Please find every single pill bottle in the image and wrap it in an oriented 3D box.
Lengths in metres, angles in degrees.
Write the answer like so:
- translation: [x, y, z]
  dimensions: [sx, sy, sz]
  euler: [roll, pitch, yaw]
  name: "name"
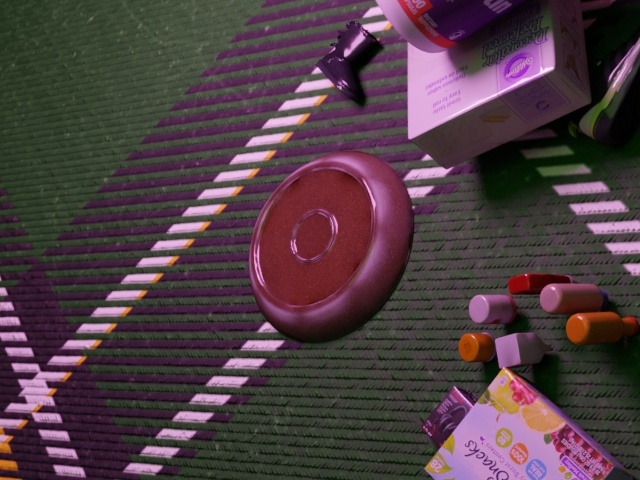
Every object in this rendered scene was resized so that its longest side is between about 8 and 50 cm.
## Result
- translation: [0.229, -0.394, 1.682]
  dimensions: [0.323, 0.181, 0.181]
  euler: [-29, 55, 29]
  name: "pill bottle"

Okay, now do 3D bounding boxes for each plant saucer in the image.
- translation: [0.000, 0.000, 1.964]
  dimensions: [0.311, 0.050, 0.310]
  euler: [-16, 62, 34]
  name: "plant saucer"

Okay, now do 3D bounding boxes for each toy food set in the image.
- translation: [0.291, 0.103, 1.671]
  dimensions: [0.232, 0.105, 0.111]
  euler: [-24, 70, 51]
  name: "toy food set"

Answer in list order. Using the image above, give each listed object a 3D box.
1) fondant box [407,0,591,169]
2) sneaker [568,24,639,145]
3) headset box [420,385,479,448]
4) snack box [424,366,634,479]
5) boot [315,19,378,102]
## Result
- translation: [0.244, -0.291, 1.815]
  dimensions: [0.238, 0.096, 0.330]
  euler: [-25, 48, 33]
  name: "fondant box"
- translation: [0.405, -0.238, 1.711]
  dimensions: [0.097, 0.084, 0.234]
  euler: [36, 95, 44]
  name: "sneaker"
- translation: [0.184, 0.241, 1.719]
  dimensions: [0.083, 0.032, 0.062]
  euler: [-52, 48, 11]
  name: "headset box"
- translation: [0.258, 0.291, 1.611]
  dimensions: [0.174, 0.070, 0.207]
  euler: [-53, 47, 8]
  name: "snack box"
- translation: [0.053, -0.288, 2.049]
  dimensions: [0.099, 0.045, 0.121]
  euler: [-47, 48, 9]
  name: "boot"
